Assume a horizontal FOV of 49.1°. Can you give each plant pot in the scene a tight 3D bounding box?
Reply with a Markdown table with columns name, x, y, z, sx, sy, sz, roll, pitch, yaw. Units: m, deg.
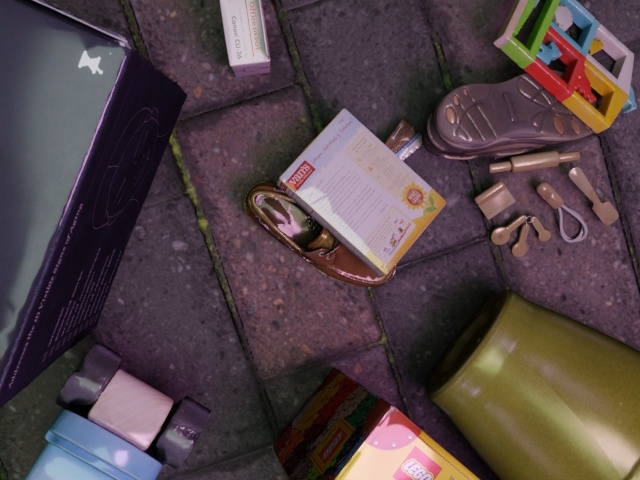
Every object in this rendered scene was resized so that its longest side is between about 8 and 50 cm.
| name | x | y | z | sx | sy | sz | roll | pitch | yaw |
| --- | --- | --- | --- | --- | --- | --- | --- | --- | --- |
| plant pot | 0.387 | 0.278 | 1.196 | 0.353 | 0.366 | 0.366 | 37 | 93 | 4 |

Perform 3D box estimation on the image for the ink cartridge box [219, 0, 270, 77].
| name | x | y | z | sx | sy | sz | roll | pitch | yaw |
| --- | --- | --- | --- | --- | --- | --- | --- | --- | --- |
| ink cartridge box | -0.121 | -0.336 | 1.136 | 0.067 | 0.198 | 0.115 | -9 | 97 | -4 |

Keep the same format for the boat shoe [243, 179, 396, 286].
| name | x | y | z | sx | sy | sz | roll | pitch | yaw |
| --- | --- | --- | --- | --- | --- | --- | --- | --- | --- |
| boat shoe | 0.000 | 0.000 | 1.231 | 0.307 | 0.104 | 0.110 | 27 | 92 | -8 |

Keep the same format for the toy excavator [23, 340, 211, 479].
| name | x | y | z | sx | sy | sz | roll | pitch | yaw |
| --- | --- | --- | --- | --- | --- | --- | --- | --- | --- |
| toy excavator | -0.423 | 0.431 | 1.171 | 0.222 | 0.433 | 0.445 | 35 | 65 | -8 |

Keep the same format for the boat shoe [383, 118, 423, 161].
| name | x | y | z | sx | sy | sz | roll | pitch | yaw |
| --- | --- | --- | --- | --- | --- | --- | --- | --- | --- |
| boat shoe | 0.099 | -0.143 | 1.249 | 0.183 | 0.066 | 0.066 | -42 | 93 | -9 |

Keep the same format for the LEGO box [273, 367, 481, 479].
| name | x | y | z | sx | sy | sz | roll | pitch | yaw |
| --- | --- | --- | --- | --- | --- | --- | --- | --- | --- |
| LEGO box | 0.187 | 0.461 | 1.154 | 0.500 | 0.372 | 0.193 | 41 | 81 | -8 |

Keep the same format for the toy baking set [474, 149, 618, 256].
| name | x | y | z | sx | sy | sz | roll | pitch | yaw |
| --- | --- | --- | --- | --- | --- | --- | --- | --- | --- |
| toy baking set | 0.410 | -0.072 | 1.278 | 0.256 | 0.030 | 0.196 | -13 | 116 | 2 |

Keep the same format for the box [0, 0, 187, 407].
| name | x | y | z | sx | sy | sz | roll | pitch | yaw |
| --- | --- | --- | --- | --- | --- | --- | --- | --- | --- |
| box | -0.436 | -0.078 | 1.004 | 0.297 | 0.472 | 0.480 | 22 | 94 | -7 |

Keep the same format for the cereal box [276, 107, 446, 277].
| name | x | y | z | sx | sy | sz | roll | pitch | yaw |
| --- | --- | --- | --- | --- | --- | --- | --- | --- | --- |
| cereal box | 0.069 | -0.080 | 1.176 | 0.240 | 0.047 | 0.173 | 43 | 75 | -2 |

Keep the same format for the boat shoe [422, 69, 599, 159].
| name | x | y | z | sx | sy | sz | roll | pitch | yaw |
| --- | --- | --- | --- | --- | --- | --- | --- | --- | --- |
| boat shoe | 0.330 | -0.214 | 1.225 | 0.355 | 0.130 | 0.132 | -6 | 80 | -24 |

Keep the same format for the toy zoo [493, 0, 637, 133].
| name | x | y | z | sx | sy | sz | roll | pitch | yaw |
| --- | --- | --- | --- | --- | --- | --- | --- | --- | --- |
| toy zoo | 0.444 | -0.317 | 1.214 | 0.293 | 0.030 | 0.192 | 36 | 62 | -13 |

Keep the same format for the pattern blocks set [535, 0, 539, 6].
| name | x | y | z | sx | sy | sz | roll | pitch | yaw |
| --- | --- | --- | --- | --- | --- | --- | --- | --- | --- |
| pattern blocks set | 0.285 | -0.566 | 1.230 | 0.325 | 0.026 | 0.285 | 20 | 95 | -7 |
